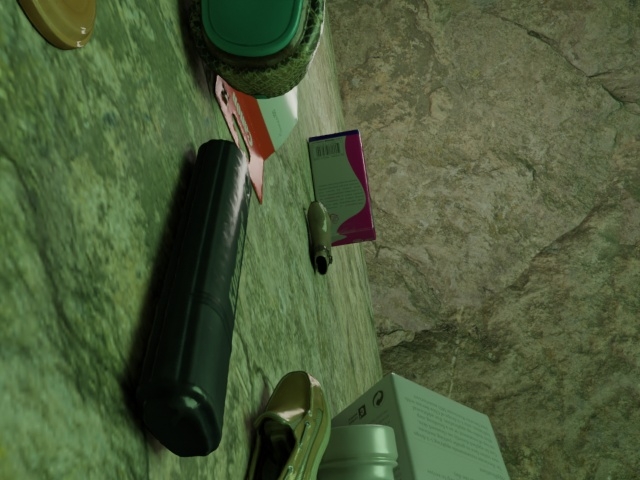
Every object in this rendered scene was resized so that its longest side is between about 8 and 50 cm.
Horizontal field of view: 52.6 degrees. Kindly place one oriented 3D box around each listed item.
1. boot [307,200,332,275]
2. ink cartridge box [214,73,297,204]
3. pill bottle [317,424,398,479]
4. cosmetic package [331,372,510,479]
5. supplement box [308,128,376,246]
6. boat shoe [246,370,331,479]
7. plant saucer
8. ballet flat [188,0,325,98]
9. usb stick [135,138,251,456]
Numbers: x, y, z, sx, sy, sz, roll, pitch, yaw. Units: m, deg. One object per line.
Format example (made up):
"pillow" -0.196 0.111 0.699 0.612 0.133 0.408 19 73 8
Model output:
"boot" 0.000 0.000 1.159 0.086 0.042 0.118 -88 166 -48
"ink cartridge box" -0.071 -0.191 0.798 0.189 0.066 0.232 71 8 -51
"pill bottle" 0.046 0.332 0.726 0.131 0.131 0.229 67 16 -62
"cosmetic package" 0.164 0.431 0.874 0.230 0.161 0.453 29 31 -27
"supplement box" 0.048 -0.108 1.383 0.114 0.111 0.219 58 25 -74
"boat shoe" -0.032 0.181 0.599 0.190 0.068 0.072 -87 154 -58
"plant saucer" -0.141 -0.145 0.345 0.083 0.013 0.083 -10 90 -83
"ballet flat" -0.045 -0.380 0.659 0.182 0.164 0.482 7 89 -88
"usb stick" -0.082 0.022 0.471 0.277 0.045 0.077 -91 168 -50
